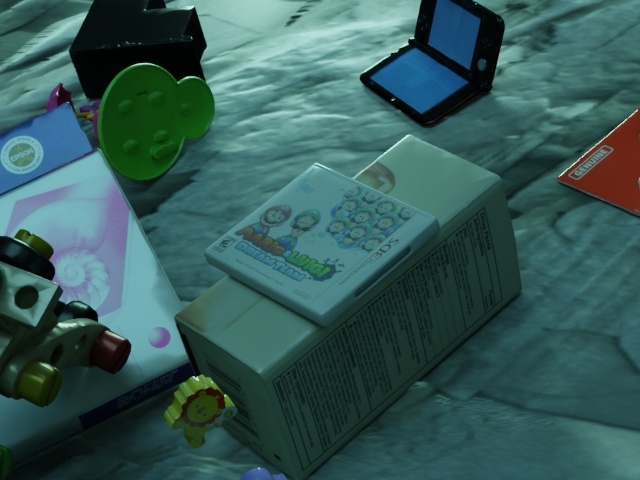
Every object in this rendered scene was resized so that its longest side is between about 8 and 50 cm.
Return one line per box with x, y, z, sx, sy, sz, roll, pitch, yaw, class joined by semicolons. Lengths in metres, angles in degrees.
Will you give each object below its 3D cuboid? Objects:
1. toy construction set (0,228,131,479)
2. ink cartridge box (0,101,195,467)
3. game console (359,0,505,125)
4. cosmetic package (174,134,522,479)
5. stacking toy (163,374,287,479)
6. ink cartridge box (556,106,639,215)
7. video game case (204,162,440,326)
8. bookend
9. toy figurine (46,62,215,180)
-0.258;0.138;1.320;0.257;0.237;0.309;-34;64;-16;toy construction set
-0.322;0.049;1.539;0.324;0.071;0.330;-27;71;-10;ink cartridge box
0.122;-0.212;1.786;0.085;0.124;0.144;-8;32;-33;game console
0.031;0.056;1.453;0.296;0.153;0.129;-37;44;-24;cosmetic package
-0.021;0.214;1.237;0.052;0.221;0.167;-40;44;-2;stacking toy
0.405;-0.113;1.586;0.275;0.060;0.239;-39;45;-24;ink cartridge box
0.000;0.000;1.396;0.143;0.019;0.157;-40;43;-25;video game case
-0.204;-0.252;1.956;0.156;0.072;0.157;-3;41;15;bookend
-0.235;-0.145;1.830;0.159;0.130;0.173;10;24;42;toy figurine
